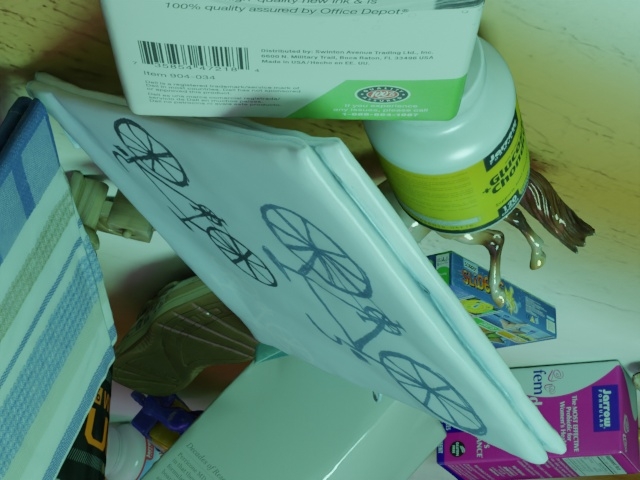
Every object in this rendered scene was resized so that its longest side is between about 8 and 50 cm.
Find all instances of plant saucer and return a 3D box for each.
[{"bbox_3d":[-0.013,0.088,1.445,0.067,0.018,0.192,-28,173,10],"label":"plant saucer"}]

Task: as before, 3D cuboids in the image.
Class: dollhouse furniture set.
[{"bbox_3d":[-0.147,0.027,1.278,0.151,0.123,0.144,13,160,7],"label":"dollhouse furniture set"}]

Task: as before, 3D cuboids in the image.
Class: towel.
[{"bbox_3d":[-0.220,0.061,1.128,0.034,0.209,0.285,9,139,15],"label":"towel"}]

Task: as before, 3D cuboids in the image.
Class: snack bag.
[{"bbox_3d":[-0.022,0.012,1.070,0.342,0.037,0.323,17,154,51],"label":"snack bag"}]

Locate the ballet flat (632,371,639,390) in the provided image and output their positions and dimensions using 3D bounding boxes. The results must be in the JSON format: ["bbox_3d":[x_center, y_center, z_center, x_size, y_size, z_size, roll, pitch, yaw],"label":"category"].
[{"bbox_3d":[0.416,0.180,1.798,0.057,0.049,0.173,-16,153,38],"label":"ballet flat"}]

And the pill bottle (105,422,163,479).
[{"bbox_3d":[-0.240,0.297,2.109,0.160,0.087,0.087,18,154,-38],"label":"pill bottle"}]

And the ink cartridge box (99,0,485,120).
[{"bbox_3d":[-0.014,-0.167,0.801,0.198,0.115,0.273,2,161,-1],"label":"ink cartridge box"}]

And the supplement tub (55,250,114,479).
[{"bbox_3d":[-0.293,0.165,1.396,0.207,0.338,0.207,1,160,0],"label":"supplement tub"}]

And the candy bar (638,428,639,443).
[{"bbox_3d":[0.390,0.257,2.055,0.161,0.018,0.040,4,156,-5],"label":"candy bar"}]

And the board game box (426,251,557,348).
[{"bbox_3d":[0.127,0.067,1.538,0.136,0.035,0.201,-13,155,34],"label":"board game box"}]

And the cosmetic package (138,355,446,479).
[{"bbox_3d":[-0.061,0.268,1.611,0.156,0.385,0.217,39,172,24],"label":"cosmetic package"}]

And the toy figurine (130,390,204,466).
[{"bbox_3d":[-0.129,0.231,1.929,0.217,0.191,0.362,27,168,18],"label":"toy figurine"}]

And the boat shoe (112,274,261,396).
[{"bbox_3d":[-0.121,0.071,1.518,0.104,0.089,0.285,30,145,-25],"label":"boat shoe"}]

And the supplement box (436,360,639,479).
[{"bbox_3d":[0.254,0.214,1.815,0.220,0.111,0.114,-7,158,19],"label":"supplement box"}]

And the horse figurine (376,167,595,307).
[{"bbox_3d":[0.076,-0.002,1.230,0.263,0.066,0.174,-23,124,14],"label":"horse figurine"}]

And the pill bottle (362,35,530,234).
[{"bbox_3d":[0.084,-0.080,1.046,0.103,0.103,0.184,-3,160,12],"label":"pill bottle"}]
